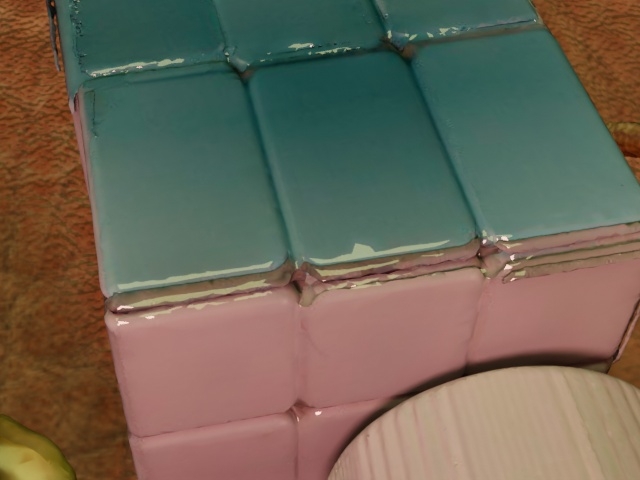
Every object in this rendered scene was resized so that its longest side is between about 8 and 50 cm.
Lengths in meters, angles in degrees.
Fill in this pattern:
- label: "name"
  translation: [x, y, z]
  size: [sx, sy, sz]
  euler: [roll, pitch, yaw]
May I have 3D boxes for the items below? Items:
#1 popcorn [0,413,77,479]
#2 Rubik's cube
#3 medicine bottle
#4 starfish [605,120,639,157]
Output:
- label: "popcorn"
  translation: [-0.279, 0.167, 0.392]
  size: [0.293, 0.292, 0.334]
  euler: [5, 60, 52]
- label: "Rubik's cube"
  translation: [0.000, 0.000, 0.525]
  size: [0.225, 0.221, 0.231]
  euler: [-10, 52, -9]
- label: "medicine bottle"
  translation: [0.096, 0.229, 0.331]
  size: [0.242, 0.242, 0.395]
  euler: [-8, 46, -6]
- label: "starfish"
  translation: [0.322, -0.049, 0.539]
  size: [0.375, 0.327, 0.094]
  euler: [4, 76, 9]
